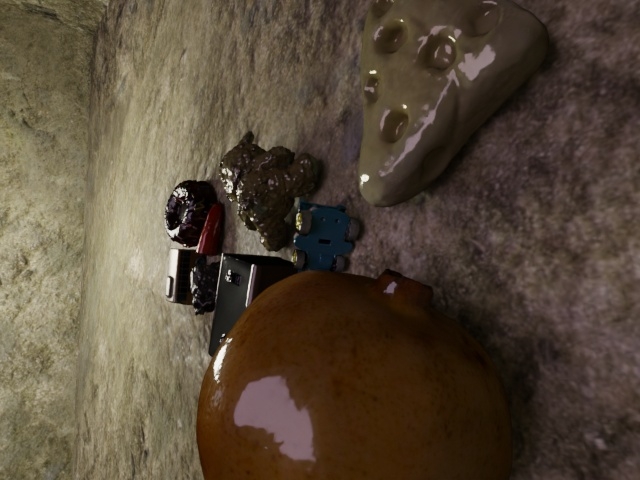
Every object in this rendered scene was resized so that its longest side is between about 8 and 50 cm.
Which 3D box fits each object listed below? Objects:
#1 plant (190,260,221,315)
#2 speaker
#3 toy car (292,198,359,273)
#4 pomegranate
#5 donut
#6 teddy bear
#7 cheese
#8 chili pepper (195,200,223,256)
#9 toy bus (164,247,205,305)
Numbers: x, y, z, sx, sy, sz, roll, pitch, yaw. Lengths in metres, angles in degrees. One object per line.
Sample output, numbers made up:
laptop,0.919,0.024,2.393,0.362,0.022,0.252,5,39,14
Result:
plant,-0.272,0.161,1.109,0.142,0.131,0.203,113,137,-65
speaker,-0.126,0.156,0.906,0.153,0.192,0.231,13,96,48
toy car,0.000,0.000,0.856,0.098,0.126,0.162,-118,37,-61
pomegranate,0.045,0.216,0.575,0.416,0.416,0.418,-9,78,48
donut,-0.432,-0.090,1.361,0.235,0.089,0.235,-13,71,42
teddy bear,-0.151,-0.134,1.005,0.256,0.156,0.267,50,123,42
cheese,0.139,-0.267,0.705,0.351,0.129,0.329,-51,53,29
chili pepper,-0.328,-0.038,1.273,0.088,0.064,0.169,-173,97,-75
toy bus,-0.436,0.117,1.333,0.091,0.103,0.182,2,87,49
